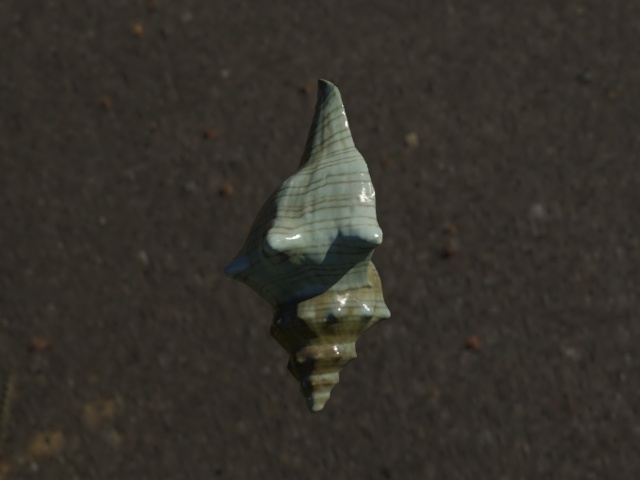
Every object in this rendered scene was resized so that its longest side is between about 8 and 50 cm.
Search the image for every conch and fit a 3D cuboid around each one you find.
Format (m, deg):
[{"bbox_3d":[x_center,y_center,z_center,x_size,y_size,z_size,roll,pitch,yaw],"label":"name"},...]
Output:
[{"bbox_3d":[-0.008,0.007,1.408,0.114,0.234,0.137,-9,14,-21],"label":"conch"}]
